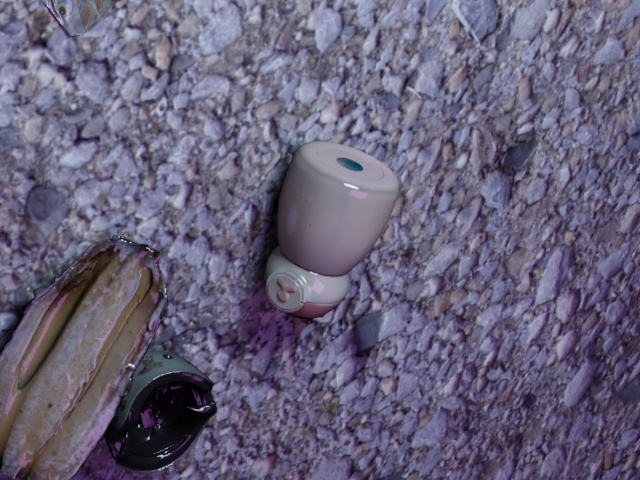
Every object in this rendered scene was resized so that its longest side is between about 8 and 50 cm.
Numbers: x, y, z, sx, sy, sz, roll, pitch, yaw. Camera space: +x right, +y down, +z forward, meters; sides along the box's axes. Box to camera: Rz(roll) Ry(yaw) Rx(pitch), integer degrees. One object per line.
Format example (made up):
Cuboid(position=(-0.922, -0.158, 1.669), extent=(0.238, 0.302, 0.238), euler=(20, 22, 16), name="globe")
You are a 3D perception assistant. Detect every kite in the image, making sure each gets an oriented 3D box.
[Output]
Cuboid(position=(-0.220, -0.334, 1.338), extent=(0.229, 0.016, 0.127), euler=(-36, 132, -14), name="kite")

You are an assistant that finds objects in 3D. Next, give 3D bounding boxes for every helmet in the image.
Cuboid(position=(-0.225, 0.212, 1.554), extent=(0.153, 0.107, 0.177), euler=(-25, 146, -28), name="helmet")

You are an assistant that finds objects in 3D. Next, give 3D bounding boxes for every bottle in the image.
Cuboid(position=(0.000, 0.000, 1.583), extent=(0.147, 0.147, 0.237), euler=(4, 118, -36), name="bottle")

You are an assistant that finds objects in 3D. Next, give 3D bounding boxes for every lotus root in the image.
Cuboid(position=(-0.306, 0.140, 1.470), extent=(0.167, 0.078, 0.329), euler=(33, 89, -11), name="lotus root")
